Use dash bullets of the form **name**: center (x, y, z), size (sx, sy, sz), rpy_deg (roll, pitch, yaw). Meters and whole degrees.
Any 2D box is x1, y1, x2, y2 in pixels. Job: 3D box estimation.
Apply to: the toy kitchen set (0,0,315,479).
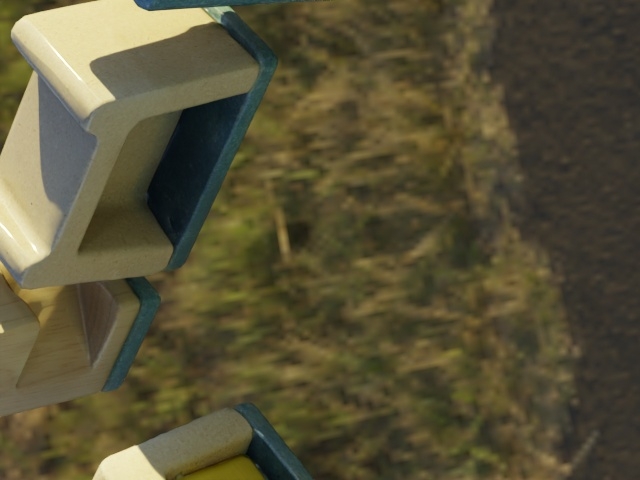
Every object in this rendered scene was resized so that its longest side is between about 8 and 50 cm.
- **toy kitchen set**: center (0.000, 0.000, 0.539), size (0.166, 0.122, 0.207), rpy_deg (48, 129, 27)
